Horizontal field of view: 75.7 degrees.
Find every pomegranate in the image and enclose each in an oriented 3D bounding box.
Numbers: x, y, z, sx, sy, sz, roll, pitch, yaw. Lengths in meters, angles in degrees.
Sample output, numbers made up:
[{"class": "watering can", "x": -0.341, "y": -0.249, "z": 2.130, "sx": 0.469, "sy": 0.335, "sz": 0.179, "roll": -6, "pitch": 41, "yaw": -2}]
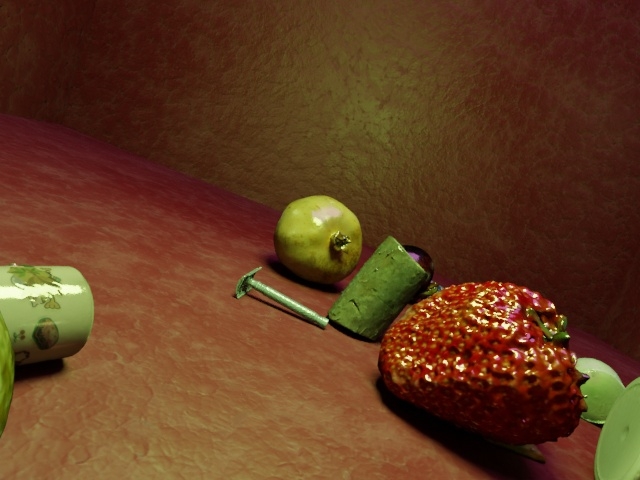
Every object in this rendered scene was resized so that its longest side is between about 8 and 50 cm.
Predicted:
[{"class": "pomegranate", "x": 0.000, "y": 0.000, "z": 1.352, "sx": 0.318, "sy": 0.320, "sz": 0.319, "roll": 21, "pitch": 9, "yaw": -3}]

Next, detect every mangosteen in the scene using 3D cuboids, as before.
[{"class": "mangosteen", "x": 0.358, "y": 0.146, "z": 1.650, "sx": 0.265, "sy": 0.228, "sz": 0.228, "roll": 49, "pitch": 4, "yaw": -11}]

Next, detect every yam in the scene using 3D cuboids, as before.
[{"class": "yam", "x": 0.155, "y": 0.131, "z": 1.074, "sx": 0.161, "sy": 0.268, "sz": 0.161, "roll": 37, "pitch": 3, "yaw": -2}]

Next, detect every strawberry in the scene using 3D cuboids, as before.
[{"class": "strawberry", "x": 0.285, "y": 0.224, "z": 0.787, "sx": 0.350, "sy": 0.267, "sz": 0.312, "roll": -6, "pitch": 37, "yaw": 16}]

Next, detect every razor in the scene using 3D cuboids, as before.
[{"class": "razor", "x": -0.088, "y": 0.151, "z": 1.004, "sx": 0.231, "sy": 0.068, "sz": 0.106, "roll": 29, "pitch": 10, "yaw": 5}]

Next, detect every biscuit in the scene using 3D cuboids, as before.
[{"class": "biscuit", "x": 0.356, "y": 0.367, "z": 0.870, "sx": 0.138, "sy": 0.016, "sz": 0.231, "roll": 22, "pitch": 9, "yaw": -5}]

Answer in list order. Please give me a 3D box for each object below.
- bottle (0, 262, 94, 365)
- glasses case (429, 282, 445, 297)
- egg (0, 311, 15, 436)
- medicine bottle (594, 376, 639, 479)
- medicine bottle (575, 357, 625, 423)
[{"class": "bottle", "x": -0.389, "y": 0.085, "z": 0.430, "sx": 0.120, "sy": 0.121, "sz": 0.253, "roll": 26, "pitch": 11, "yaw": 29}, {"class": "glasses case", "x": 0.438, "y": 0.204, "z": 1.865, "sx": 0.327, "sy": 0.076, "sz": 0.125, "roll": 18, "pitch": 11, "yaw": -17}, {"class": "egg", "x": -0.318, "y": 0.091, "z": 0.186, "sx": 0.289, "sy": 0.239, "sz": 0.238, "roll": -11, "pitch": 28, "yaw": -38}, {"class": "medicine bottle", "x": 0.638, "y": 0.388, "z": 0.696, "sx": 0.231, "sy": 0.238, "sz": 0.237, "roll": 24, "pitch": 9, "yaw": 24}, {"class": "medicine bottle", "x": 0.750, "y": 0.410, "z": 1.135, "sx": 0.147, "sy": 0.148, "sz": 0.143, "roll": 26, "pitch": 12, "yaw": 24}]
